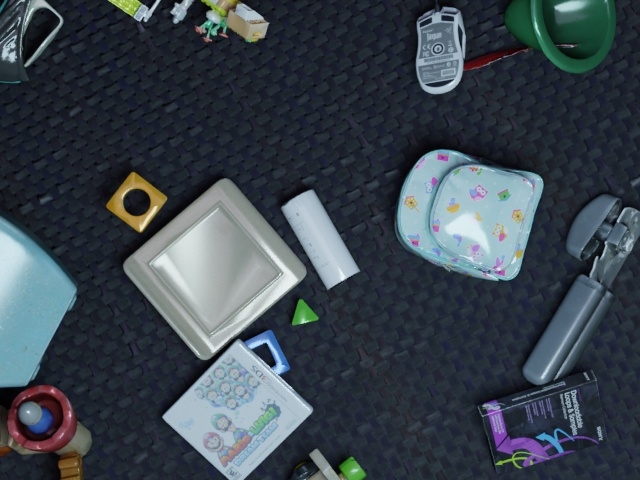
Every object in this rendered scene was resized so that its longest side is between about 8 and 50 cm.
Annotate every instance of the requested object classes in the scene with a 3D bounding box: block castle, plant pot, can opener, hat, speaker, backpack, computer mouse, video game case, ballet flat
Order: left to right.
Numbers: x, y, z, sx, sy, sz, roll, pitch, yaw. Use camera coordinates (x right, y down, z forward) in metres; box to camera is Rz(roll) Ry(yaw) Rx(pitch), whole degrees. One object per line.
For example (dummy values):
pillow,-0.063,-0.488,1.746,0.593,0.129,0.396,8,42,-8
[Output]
block castle,-0.520,0.361,1.693,0.453,0.213,0.303,-9,68,5
plant pot,-0.467,0.071,1.754,0.252,0.247,0.248,28,87,-10
ballet flat,-0.399,-0.351,1.858,0.096,0.095,0.280,22,97,-6
video game case,-0.114,0.237,1.799,0.143,0.019,0.157,43,103,-4
speaker,0.000,0.000,1.825,0.055,0.055,0.136,-30,84,-1
computer mouse,0.166,-0.288,1.826,0.106,0.042,0.193,-5,72,20
backpack,0.194,-0.038,1.780,0.188,0.144,0.166,17,91,6
hat,0.284,-0.310,1.858,0.208,0.183,0.173,-7,92,-40
can opener,0.352,0.070,1.811,0.095,0.076,0.283,30,87,36

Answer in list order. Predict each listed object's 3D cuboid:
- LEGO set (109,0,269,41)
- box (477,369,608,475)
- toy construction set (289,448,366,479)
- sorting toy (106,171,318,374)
LEGO set,-0.211,-0.339,1.833,0.287,0.132,0.107,35,96,-2
box,0.303,0.248,1.775,0.162,0.029,0.116,-19,123,-1
toy construction set,0.012,0.428,1.726,0.237,0.257,0.309,-39,106,-14
sorting toy,-0.148,0.038,1.828,0.196,0.047,0.347,-40,91,-5
